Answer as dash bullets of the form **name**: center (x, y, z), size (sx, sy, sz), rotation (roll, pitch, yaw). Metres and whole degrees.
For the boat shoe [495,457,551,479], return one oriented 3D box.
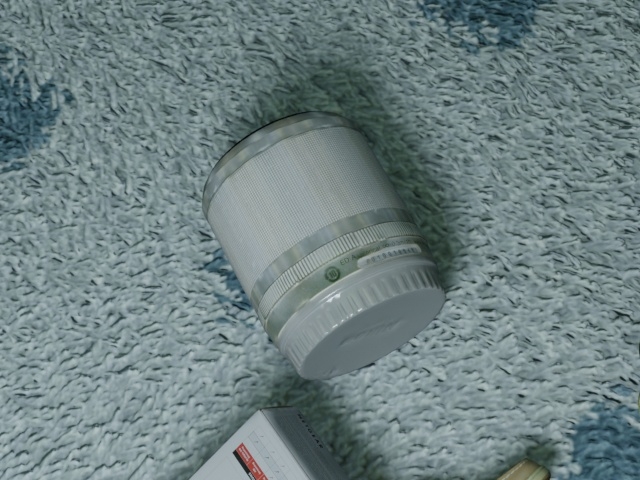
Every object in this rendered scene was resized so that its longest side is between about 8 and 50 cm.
- **boat shoe**: center (0.124, 0.332, 1.495), size (0.302, 0.109, 0.098), rotation (-37, 69, 2)

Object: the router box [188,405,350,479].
- **router box**: center (-0.052, 0.405, 1.453), size (0.301, 0.082, 0.335), rotation (-46, 67, 19)

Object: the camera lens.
- **camera lens**: center (0.000, 0.000, 1.577), size (0.219, 0.219, 0.274), rotation (-29, 67, -1)

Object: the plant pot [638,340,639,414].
- **plant pot**: center (0.506, 0.002, 1.437), size (0.366, 0.366, 0.353), rotation (-7, 57, 8)
